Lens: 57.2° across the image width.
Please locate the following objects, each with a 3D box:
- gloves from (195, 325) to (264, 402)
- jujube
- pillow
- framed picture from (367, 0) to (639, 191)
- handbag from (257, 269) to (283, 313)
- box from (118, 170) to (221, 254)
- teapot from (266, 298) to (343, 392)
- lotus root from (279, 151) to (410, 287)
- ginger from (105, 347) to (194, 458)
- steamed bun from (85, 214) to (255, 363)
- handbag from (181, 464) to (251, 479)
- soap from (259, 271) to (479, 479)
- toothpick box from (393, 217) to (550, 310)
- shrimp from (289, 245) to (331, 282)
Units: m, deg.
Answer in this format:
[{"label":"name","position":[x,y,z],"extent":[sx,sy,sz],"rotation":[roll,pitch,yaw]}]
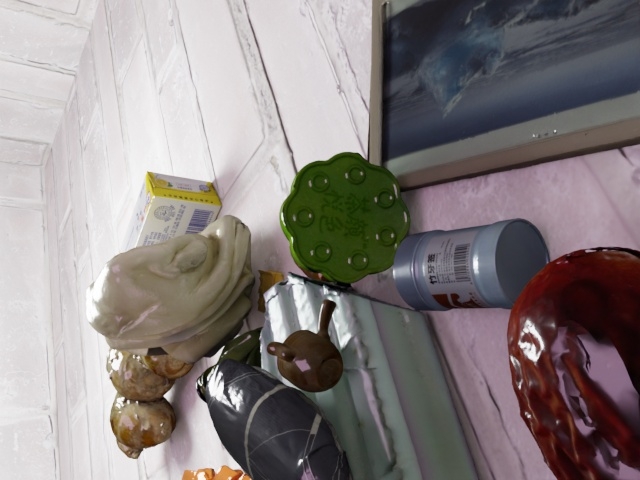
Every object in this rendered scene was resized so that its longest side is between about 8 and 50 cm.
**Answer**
[{"label":"gloves","position":[-0.128,0.226,1.079],"extent":[0.268,0.135,0.107],"rotation":[-29,36,37]},{"label":"jujube","position":[0.255,0.127,0.496],"extent":[0.183,0.183,0.243],"rotation":[-39,54,45]},{"label":"pillow","position":[-0.056,0.247,0.711],"extent":[0.335,0.092,0.162],"rotation":[21,124,53]},{"label":"framed picture","position":[0.209,-0.243,0.735],"extent":[0.446,0.028,0.326],"rotation":[-8,79,54]},{"label":"handbag","position":[-0.099,0.100,1.129],"extent":[0.061,0.027,0.083],"rotation":[10,95,54]},{"label":"box","position":[-0.364,-0.024,1.405],"extent":[0.265,0.168,0.097],"rotation":[-62,38,31]},{"label":"teapot","position":[-0.009,0.121,0.696],"extent":[0.080,0.085,0.110],"rotation":[16,78,51]},{"label":"lotus root","position":[0.018,-0.021,0.861],"extent":[0.186,0.186,0.186],"rotation":[-10,77,54]},{"label":"ginger","position":[-0.434,0.375,1.449],"extent":[0.256,0.176,0.376],"rotation":[24,106,37]},{"label":"steamed bun","position":[-0.258,0.119,1.152],"extent":[0.346,0.394,0.238],"rotation":[-26,87,9]},{"label":"handbag","position":[-0.169,0.547,1.007],"extent":[0.410,0.116,0.304],"rotation":[-29,43,54]},{"label":"soap","position":[0.050,0.248,0.786],"extent":[0.261,0.156,0.446],"rotation":[-44,52,43]},{"label":"toothpick box","position":[0.172,0.032,0.687],"extent":[0.153,0.101,0.101],"rotation":[-10,78,54]},{"label":"shrimp","position":[-0.004,0.000,0.984],"extent":[0.187,0.051,0.133],"rotation":[50,125,49]}]
